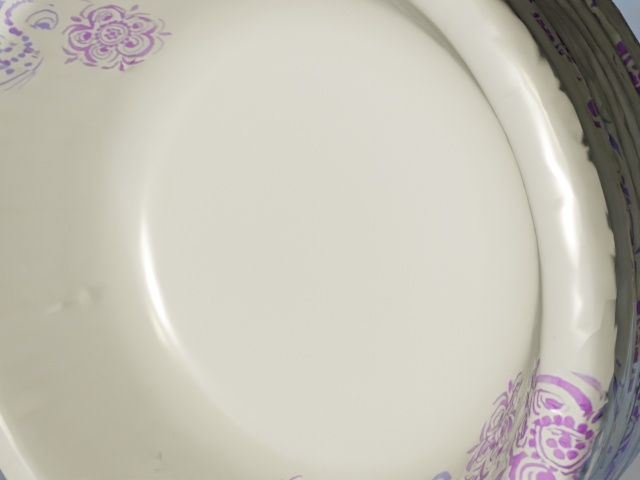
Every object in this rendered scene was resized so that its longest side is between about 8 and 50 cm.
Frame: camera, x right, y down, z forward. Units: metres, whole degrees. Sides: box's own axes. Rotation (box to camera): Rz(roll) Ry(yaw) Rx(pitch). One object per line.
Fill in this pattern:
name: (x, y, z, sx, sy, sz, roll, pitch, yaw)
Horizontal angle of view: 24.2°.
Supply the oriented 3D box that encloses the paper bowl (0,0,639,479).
paper bowl: (0.000, 0.000, 0.566, 0.284, 0.284, 0.148, 45, -150, 16)
